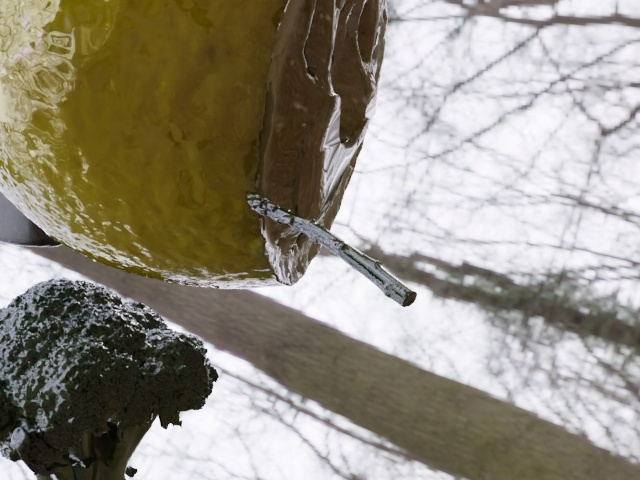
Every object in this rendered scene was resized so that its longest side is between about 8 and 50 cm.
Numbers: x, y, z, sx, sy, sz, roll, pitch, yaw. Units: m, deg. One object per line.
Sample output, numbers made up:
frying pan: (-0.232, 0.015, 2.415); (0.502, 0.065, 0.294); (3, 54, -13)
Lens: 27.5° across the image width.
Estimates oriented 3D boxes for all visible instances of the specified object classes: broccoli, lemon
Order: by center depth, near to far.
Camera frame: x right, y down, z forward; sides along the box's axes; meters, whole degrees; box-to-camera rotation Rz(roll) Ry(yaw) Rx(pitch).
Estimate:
lemon: (-0.128, -0.139, 1.030); (0.364, 0.364, 0.364); (-14, -69, -41)
broccoli: (-0.287, 0.183, 1.544); (0.303, 0.321, 0.284); (-8, -73, -21)

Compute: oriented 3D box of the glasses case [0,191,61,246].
glasses case: (-0.327, -0.156, 1.467); (0.074, 0.131, 0.323); (-1, -80, -55)

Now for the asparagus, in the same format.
asparagus: (0.000, 0.000, 0.807); (0.016, 0.162, 0.016); (-23, -51, -35)
